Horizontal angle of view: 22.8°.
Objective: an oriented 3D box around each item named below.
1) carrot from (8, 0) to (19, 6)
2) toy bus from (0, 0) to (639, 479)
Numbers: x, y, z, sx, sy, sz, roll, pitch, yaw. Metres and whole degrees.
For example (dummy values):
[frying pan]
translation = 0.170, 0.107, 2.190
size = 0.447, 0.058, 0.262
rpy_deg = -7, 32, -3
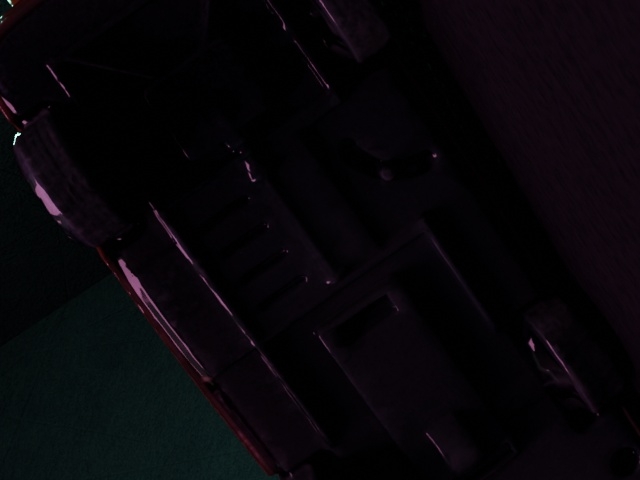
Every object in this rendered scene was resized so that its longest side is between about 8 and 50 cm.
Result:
[carrot]
translation = -0.179, -0.209, 1.435
size = 0.254, 0.196, 0.196
rpy_deg = 59, 175, -32
[toy bus]
translation = 0.000, 0.000, 0.919
size = 0.427, 0.203, 0.233
rpy_deg = 55, -179, -16
